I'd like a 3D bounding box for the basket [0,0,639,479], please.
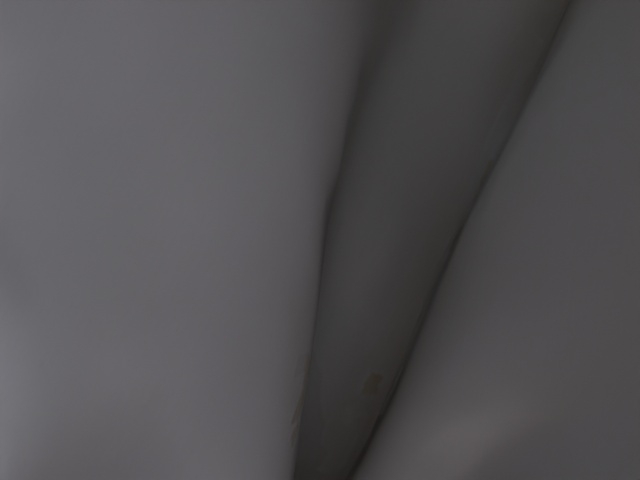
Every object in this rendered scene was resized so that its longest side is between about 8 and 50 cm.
[{"bbox_3d":[0.027,-0.053,0.242,0.331,0.328,0.266,37,67,-33],"label":"basket"}]
